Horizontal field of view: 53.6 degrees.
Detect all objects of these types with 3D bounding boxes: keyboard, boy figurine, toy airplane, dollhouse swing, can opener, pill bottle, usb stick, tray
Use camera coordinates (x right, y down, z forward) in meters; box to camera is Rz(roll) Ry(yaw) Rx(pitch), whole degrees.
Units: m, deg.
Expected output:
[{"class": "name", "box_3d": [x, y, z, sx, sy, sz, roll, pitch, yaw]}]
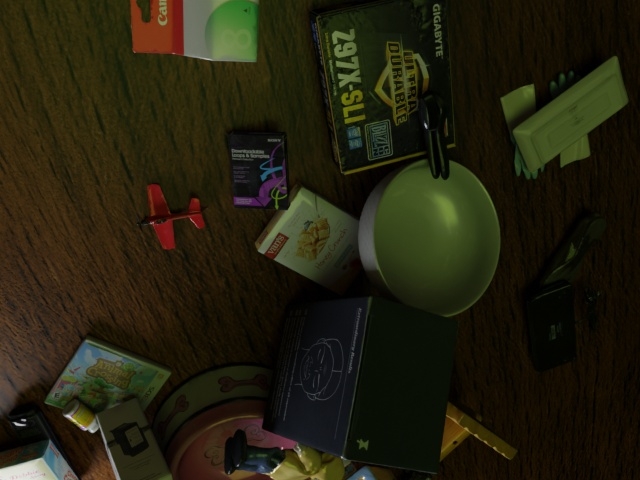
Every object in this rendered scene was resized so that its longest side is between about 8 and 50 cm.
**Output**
[{"class": "keyboard", "box_3d": [0.653, 0.222, 1.690, 0.201, 0.033, 0.317, -20, 129, 2]}, {"class": "boy figurine", "box_3d": [-0.065, 0.490, 1.424, 0.285, 0.092, 0.177, 13, 139, -23]}, {"class": "toy airplane", "box_3d": [-0.302, -0.047, 1.301, 0.151, 0.028, 0.151, -6, 116, -13]}, {"class": "dollhouse swing", "box_3d": [0.242, 0.480, 1.569, 0.315, 0.305, 0.347, -46, 120, 9]}, {"class": "can opener", "box_3d": [0.227, -0.209, 1.268, 0.073, 0.059, 0.186, -26, 121, -22]}, {"class": "pill bottle", "box_3d": [-0.533, 0.396, 1.421, 0.043, 0.043, 0.083, -35, 121, 3]}, {"class": "usb stick", "box_3d": [-0.634, 0.493, 1.469, 0.077, 0.045, 0.278, -13, 119, 0]}, {"class": "tray", "box_3d": [0.560, -0.269, 1.395, 0.270, 0.030, 0.145, -37, 129, 5]}]

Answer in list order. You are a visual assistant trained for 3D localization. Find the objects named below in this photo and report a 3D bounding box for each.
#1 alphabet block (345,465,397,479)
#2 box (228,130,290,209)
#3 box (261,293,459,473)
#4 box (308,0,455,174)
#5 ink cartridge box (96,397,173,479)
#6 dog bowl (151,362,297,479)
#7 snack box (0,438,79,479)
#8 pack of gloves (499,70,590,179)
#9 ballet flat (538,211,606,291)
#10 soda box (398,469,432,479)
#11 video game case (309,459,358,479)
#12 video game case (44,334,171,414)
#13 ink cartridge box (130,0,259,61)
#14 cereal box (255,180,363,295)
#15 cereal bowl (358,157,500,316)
[{"class": "alphabet block", "box_3d": [0.133, 0.737, 1.694, 0.193, 0.192, 0.197, -38, 148, 6]}, {"class": "box", "box_3d": [-0.123, -0.141, 1.282, 0.116, 0.029, 0.162, 2, 116, 9]}, {"class": "box", "box_3d": [0.068, 0.286, 1.314, 0.211, 0.395, 0.294, 17, 76, -23]}, {"class": "box", "box_3d": [0.130, -0.317, 1.263, 0.257, 0.079, 0.322, -14, 119, -7]}, {"class": "ink cartridge box", "box_3d": [-0.402, 0.496, 1.395, 0.100, 0.237, 0.172, -18, 129, -24]}, {"class": "dog bowl", "box_3d": [-0.202, 0.507, 1.541, 0.407, 0.150, 0.408, -7, 118, -13]}, {"class": "snack box", "box_3d": [-0.728, 0.573, 1.443, 0.321, 0.060, 0.187, -16, 120, 4]}, {"class": "pack of gloves", "box_3d": [0.521, -0.251, 1.428, 0.195, 0.046, 0.232, -24, 120, -4]}, {"class": "ballet flat", "box_3d": [0.628, 0.033, 1.603, 0.084, 0.058, 0.250, 12, 117, -26]}, {"class": "soda box", "box_3d": [0.253, 0.727, 1.840, 0.060, 0.053, 0.169, 19, 109, -23]}, {"class": "video game case", "box_3d": [0.006, 0.644, 1.644, 0.204, 0.025, 0.285, -33, 153, -8]}, {"class": "video game case", "box_3d": [-0.481, 0.330, 1.442, 0.212, 0.023, 0.193, 30, 105, -27]}, {"class": "ink cartridge box", "box_3d": [-0.221, -0.416, 1.124, 0.224, 0.056, 0.181, -3, 117, -17]}, {"class": "cereal box", "box_3d": [0.000, 0.000, 1.400, 0.240, 0.047, 0.173, 29, 104, -27]}, {"class": "cereal bowl", "box_3d": [0.220, -0.003, 1.376, 0.338, 0.141, 0.339, 2, 86, -27]}]
